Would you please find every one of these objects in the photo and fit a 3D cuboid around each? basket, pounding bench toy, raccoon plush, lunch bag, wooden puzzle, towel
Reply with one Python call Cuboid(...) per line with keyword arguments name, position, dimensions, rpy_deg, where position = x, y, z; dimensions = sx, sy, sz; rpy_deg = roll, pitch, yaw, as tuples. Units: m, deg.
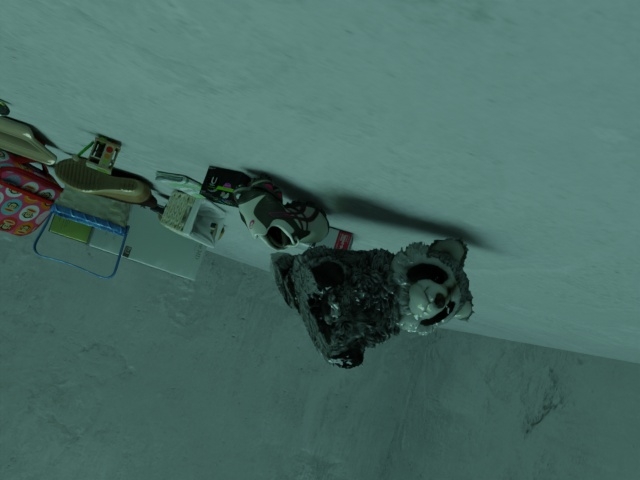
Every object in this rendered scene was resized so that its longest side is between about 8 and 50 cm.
Cuboid(name="basket", position=(-0.352, -0.059, 1.731), dimensions=(0.103, 0.113, 0.167), rpy_deg=(17, 172, 20))
Cuboid(name="pounding bench toy", position=(-0.464, -0.184, 1.292), dimensions=(0.083, 0.065, 0.052), rpy_deg=(20, 173, -17))
Cuboid(name="raccoon plush", position=(0.093, 0.053, 1.233), dimensions=(0.298, 0.216, 0.446), rpy_deg=(-17, -148, -17))
Cuboid(name="lunch bag", position=(-0.943, -0.154, 1.922), dimensions=(0.120, 0.258, 0.293), rpy_deg=(47, -176, 21))
Cuboid(name="wooden puzzle", position=(-0.772, -0.267, 1.514), dimensions=(0.220, 0.044, 0.239), rpy_deg=(19, 167, -6))
Cuboid(name="basket", position=(-0.712, -0.050, 1.930), dimensions=(0.254, 0.289, 0.201), rpy_deg=(22, 166, -9))
Cuboid(name="towel", position=(-0.315, -0.126, 1.516), dimensions=(0.113, 0.023, 0.152), rpy_deg=(13, 171, 36))

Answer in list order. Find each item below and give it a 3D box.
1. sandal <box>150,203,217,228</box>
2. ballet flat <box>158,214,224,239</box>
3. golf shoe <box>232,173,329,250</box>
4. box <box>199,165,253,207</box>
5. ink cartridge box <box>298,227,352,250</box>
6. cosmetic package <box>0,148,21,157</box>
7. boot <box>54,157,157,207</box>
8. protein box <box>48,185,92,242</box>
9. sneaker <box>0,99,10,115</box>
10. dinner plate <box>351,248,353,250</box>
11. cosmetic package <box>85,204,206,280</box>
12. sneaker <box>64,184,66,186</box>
Cuboid(name="sandal", position=(-0.419, -0.088, 1.938), dimensions=(0.097, 0.055, 0.254), rpy_deg=(20, -175, 41))
Cuboid(name="ballet flat", position=(-0.425, -0.062, 2.087), dimensions=(0.232, 0.080, 0.073), rpy_deg=(20, 144, -35))
Cuboid(name="golf shoe", position=(-0.071, -0.025, 1.235), dimensions=(0.105, 0.120, 0.272), rpy_deg=(-26, 151, 26))
Cuboid(name="box", position=(-0.185, -0.104, 1.235), dimensions=(0.083, 0.062, 0.052), rpy_deg=(13, 170, 29))
Cuboid(name="ink cartridge box", position=(0.000, 0.000, 1.534), dimensions=(0.150, 0.063, 0.109), rpy_deg=(17, 172, 6))
Cuboid(name="cosmetic package", position=(-1.071, -0.232, 1.985), dimensions=(0.151, 0.152, 0.183), rpy_deg=(15, 171, 24))
Cuboid(name="boot", position=(-0.588, -0.145, 1.730), dimensions=(0.248, 0.090, 0.207), rpy_deg=(14, 170, -1))
Cuboid(name="protein box", position=(-0.846, -0.093, 2.255), dimensions=(0.201, 0.200, 0.136), rpy_deg=(21, 172, -24))
Cuboid(name="sneaker", position=(-0.665, -0.277, 1.250), dimensions=(0.083, 0.031, 0.035), rpy_deg=(27, -178, -27))
Cuboid(name="dinner plate", position=(0.023, 0.013, 1.751), dimensions=(0.141, 0.017, 0.141), rpy_deg=(18, 171, 3))
Cuboid(name="cosmetic package", position=(-0.599, -0.017, 2.200), dimensions=(0.384, 0.218, 0.156), rpy_deg=(20, 172, -23))
Cuboid(name="sneaker", position=(-0.799, -0.179, 2.108), dimensions=(0.144, 0.053, 0.059), rpy_deg=(16, 174, 19))
